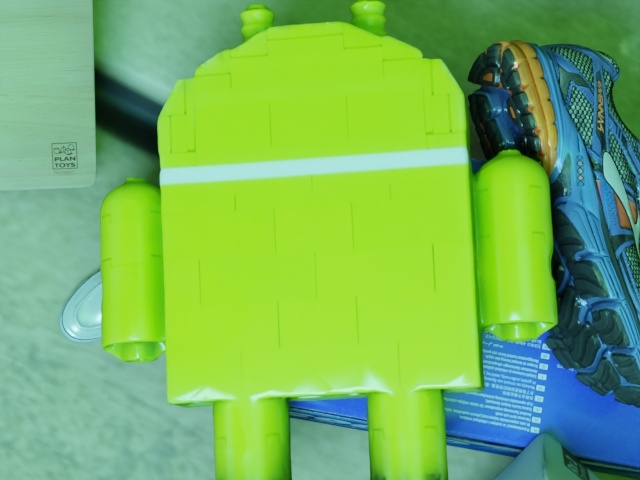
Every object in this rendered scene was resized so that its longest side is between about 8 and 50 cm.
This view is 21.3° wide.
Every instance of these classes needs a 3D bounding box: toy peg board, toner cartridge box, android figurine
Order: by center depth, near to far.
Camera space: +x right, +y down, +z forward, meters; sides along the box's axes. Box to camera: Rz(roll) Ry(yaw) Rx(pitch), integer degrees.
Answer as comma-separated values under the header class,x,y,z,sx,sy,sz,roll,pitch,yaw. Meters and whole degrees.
class,x,y,z,sx,sy,sz,roll,pitch,yaw
android figurine,0.000,0.000,0.915,0.248,0.056,0.272,-6,79,8
toy peg board,-0.213,-0.110,0.961,0.161,0.079,0.160,-2,98,-14
toner cartridge box,0.135,0.049,1.016,0.348,0.075,0.165,12,80,-12

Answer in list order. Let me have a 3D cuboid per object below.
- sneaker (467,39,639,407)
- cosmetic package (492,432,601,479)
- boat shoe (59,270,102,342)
class,x,y,z,sx,sy,sz,roll,pitch,yaw
sneaker,0.160,-0.014,0.953,0.087,0.083,0.221,-15,87,-22
cosmetic package,0.114,0.234,0.912,0.151,0.151,0.183,42,103,-5
boat shoe,-0.105,0.025,0.979,0.100,0.035,0.035,-30,90,-17
